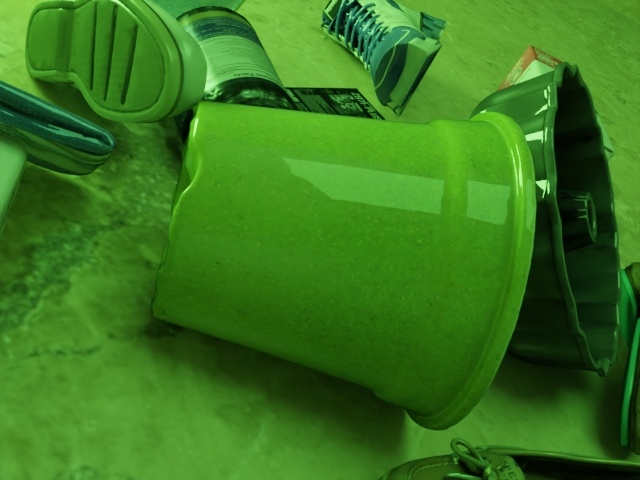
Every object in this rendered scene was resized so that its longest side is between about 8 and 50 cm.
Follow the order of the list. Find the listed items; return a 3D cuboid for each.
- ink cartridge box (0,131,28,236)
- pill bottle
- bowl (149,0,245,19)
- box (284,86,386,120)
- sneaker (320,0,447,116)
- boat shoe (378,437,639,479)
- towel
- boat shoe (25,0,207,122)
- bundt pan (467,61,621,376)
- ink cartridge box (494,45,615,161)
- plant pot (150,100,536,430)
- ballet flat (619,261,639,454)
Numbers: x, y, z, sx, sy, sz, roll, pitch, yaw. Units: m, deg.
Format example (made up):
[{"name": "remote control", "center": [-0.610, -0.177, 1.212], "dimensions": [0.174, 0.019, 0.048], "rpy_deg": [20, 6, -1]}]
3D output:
[{"name": "ink cartridge box", "center": [-0.255, 0.042, 0.490], "dimensions": [0.092, 0.159, 0.218], "rpy_deg": [23, 34, -16]}, {"name": "pill bottle", "center": [-0.095, -0.140, 0.898], "dimensions": [0.122, 0.123, 0.219], "rpy_deg": [7, 42, -35]}, {"name": "bowl", "center": [-0.220, -0.362, 1.013], "dimensions": [0.289, 0.290, 0.156], "rpy_deg": [23, -7, -16]}, {"name": "box", "center": [0.031, -0.093, 0.987], "dimensions": [0.147, 0.078, 0.180], "rpy_deg": [-12, 54, -48]}, {"name": "sneaker", "center": [0.080, -0.302, 1.276], "dimensions": [0.182, 0.128, 0.315], "rpy_deg": [28, 26, -3]}, {"name": "boat shoe", "center": [0.173, 0.212, 0.708], "dimensions": [0.285, 0.089, 0.105], "rpy_deg": [10, 41, -32]}, {"name": "towel", "center": [-0.260, -0.098, 0.636], "dimensions": [0.209, 0.034, 0.285], "rpy_deg": [22, -4, -17]}, {"name": "boat shoe", "center": [-0.177, -0.174, 0.796], "dimensions": [0.103, 0.113, 0.302], "rpy_deg": [2, 18, -39]}, {"name": "bundt pan", "center": [0.233, -0.017, 0.916], "dimensions": [0.330, 0.124, 0.331], "rpy_deg": [24, 63, -58]}, {"name": "ink cartridge box", "center": [0.297, -0.138, 1.190], "dimensions": [0.100, 0.172, 0.237], "rpy_deg": [25, 34, -13]}, {"name": "plant pot", "center": [0.000, 0.000, 0.707], "dimensions": [0.253, 0.276, 0.276], "rpy_deg": [12, 37, -12]}, {"name": "ballet flat", "center": [0.410, 0.128, 0.986], "dimensions": [0.124, 0.116, 0.342], "rpy_deg": [5, 23, 16]}]
